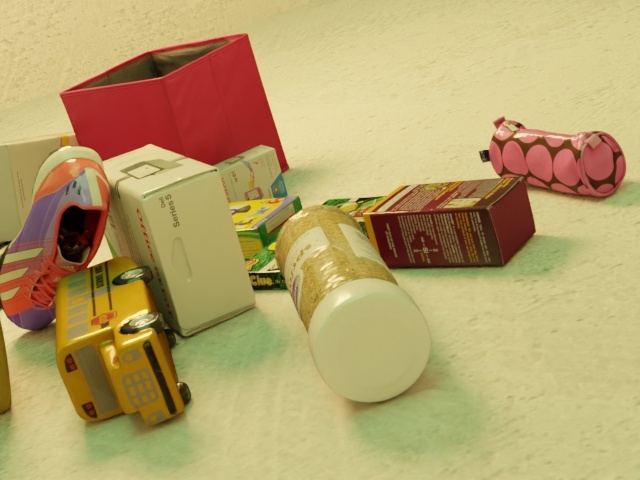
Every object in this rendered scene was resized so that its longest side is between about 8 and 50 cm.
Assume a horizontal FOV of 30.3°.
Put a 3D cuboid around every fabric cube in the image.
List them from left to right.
[{"bbox_3d":[-0.250,-0.192,2.074,0.254,0.258,0.259,-3,23,37],"label":"fabric cube"}]

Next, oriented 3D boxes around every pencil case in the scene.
[{"bbox_3d":[0.320,-0.118,1.624,0.095,0.098,0.209,-26,22,-26],"label":"pencil case"}]

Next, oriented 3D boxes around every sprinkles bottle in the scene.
[{"bbox_3d":[0.027,0.060,1.339,0.121,0.121,0.355,-18,18,-3],"label":"sprinkles bottle"}]

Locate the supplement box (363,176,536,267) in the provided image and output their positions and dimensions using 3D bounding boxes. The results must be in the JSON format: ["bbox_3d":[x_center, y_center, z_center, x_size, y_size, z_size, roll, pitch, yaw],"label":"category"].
[{"bbox_3d":[0.165,-0.022,1.511,0.188,0.080,0.104,-2,23,38],"label":"supplement box"}]

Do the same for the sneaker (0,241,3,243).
[{"bbox_3d":[-0.637,-0.014,2.194,0.115,0.090,0.232,-7,11,45],"label":"sneaker"}]

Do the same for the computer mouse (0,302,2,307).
[{"bbox_3d":[-0.529,0.049,1.936,0.184,0.060,0.262,2,26,41],"label":"computer mouse"}]

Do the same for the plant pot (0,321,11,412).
[{"bbox_3d":[-0.489,0.133,1.469,0.212,0.187,0.212,-22,20,-13],"label":"plant pot"}]

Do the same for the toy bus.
[{"bbox_3d":[-0.245,0.119,1.420,0.130,0.108,0.332,-19,19,-7],"label":"toy bus"}]

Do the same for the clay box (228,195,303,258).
[{"bbox_3d":[-0.147,-0.015,1.801,0.222,0.053,0.127,-3,22,32],"label":"clay box"}]

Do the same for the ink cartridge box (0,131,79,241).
[{"bbox_3d":[-0.514,-0.099,2.103,0.171,0.168,0.233,-3,9,34],"label":"ink cartridge box"}]

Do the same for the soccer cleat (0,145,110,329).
[{"bbox_3d":[-0.360,0.024,1.599,0.109,0.318,0.116,4,40,-32],"label":"soccer cleat"}]

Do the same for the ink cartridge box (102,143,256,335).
[{"bbox_3d":[-0.209,-0.008,1.608,0.115,0.198,0.273,-22,20,-21],"label":"ink cartridge box"}]

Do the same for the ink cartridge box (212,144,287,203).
[{"bbox_3d":[-0.126,-0.093,1.947,0.122,0.088,0.052,-26,24,-24],"label":"ink cartridge box"}]

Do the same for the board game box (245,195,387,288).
[{"bbox_3d":[0.000,0.000,1.674,0.136,0.030,0.260,-5,22,36],"label":"board game box"}]
